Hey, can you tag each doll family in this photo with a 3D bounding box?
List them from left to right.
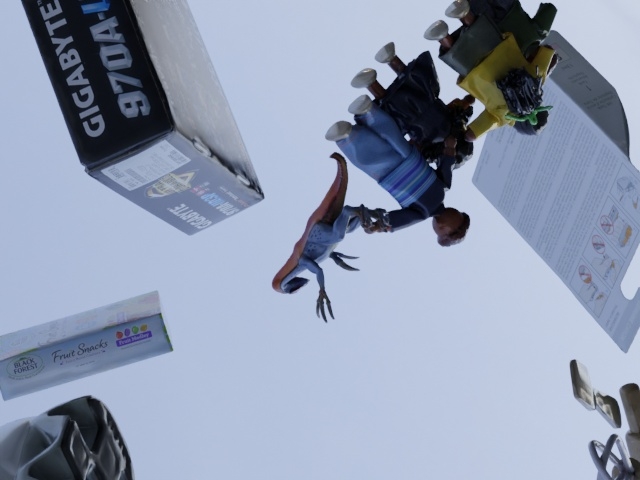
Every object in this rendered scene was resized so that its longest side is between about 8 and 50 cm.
[{"bbox_3d":[0.088,-0.081,1.192,0.111,0.193,0.076,47,179,-24],"label":"doll family"}]

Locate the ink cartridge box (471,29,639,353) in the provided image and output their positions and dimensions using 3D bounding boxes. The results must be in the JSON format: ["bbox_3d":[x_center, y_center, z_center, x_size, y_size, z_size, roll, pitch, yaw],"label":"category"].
[{"bbox_3d":[0.239,-0.044,1.670,0.066,0.189,0.232,-28,-118,-30],"label":"ink cartridge box"}]

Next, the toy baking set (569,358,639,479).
[{"bbox_3d":[0.241,0.194,1.427,0.197,0.030,0.256,-39,-65,-69],"label":"toy baking set"}]

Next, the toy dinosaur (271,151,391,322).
[{"bbox_3d":[0.000,0.000,1.106,0.090,0.082,0.047,67,-154,-3],"label":"toy dinosaur"}]

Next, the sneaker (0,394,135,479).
[{"bbox_3d":[-0.203,0.212,1.021,0.330,0.146,0.122,-75,-30,-65],"label":"sneaker"}]

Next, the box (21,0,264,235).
[{"bbox_3d":[-0.107,-0.123,0.957,0.175,0.051,0.220,37,-150,-75],"label":"box"}]

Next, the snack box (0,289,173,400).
[{"bbox_3d":[-0.194,0.084,1.538,0.100,0.141,0.037,-125,19,-79],"label":"snack box"}]
